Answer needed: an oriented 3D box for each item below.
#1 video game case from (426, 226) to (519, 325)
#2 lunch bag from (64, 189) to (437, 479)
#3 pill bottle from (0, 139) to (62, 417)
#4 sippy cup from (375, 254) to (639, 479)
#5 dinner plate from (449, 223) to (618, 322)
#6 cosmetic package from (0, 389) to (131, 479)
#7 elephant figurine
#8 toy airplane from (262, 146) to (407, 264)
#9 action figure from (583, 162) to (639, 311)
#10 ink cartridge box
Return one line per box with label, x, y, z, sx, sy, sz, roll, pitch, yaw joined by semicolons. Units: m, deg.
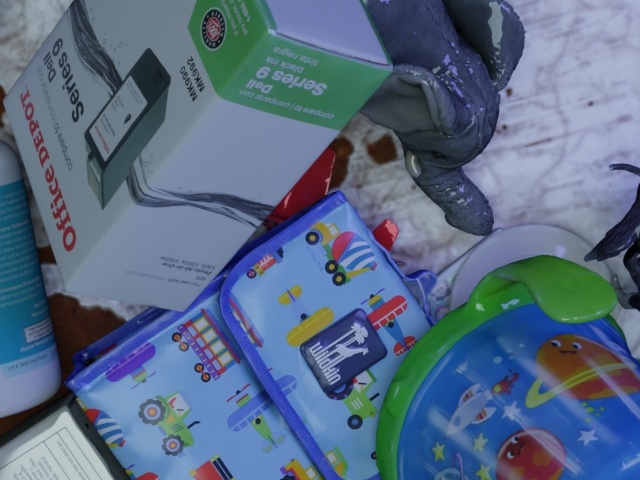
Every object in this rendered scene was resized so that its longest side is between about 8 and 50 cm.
video game case;0.134;0.092;1.631;0.157;0.019;0.143;-38;95;6
lunch bag;-0.025;0.114;1.590;0.293;0.138;0.221;-34;97;-1
pill bottle;-0.303;0.011;1.570;0.146;0.146;0.264;-9;97;3
sippy cup;0.194;0.182;1.496;0.240;0.224;0.305;-47;125;-1
dinner plate;0.178;0.057;1.608;0.141;0.017;0.141;0;98;2
cosmetic package;-0.287;0.272;1.621;0.309;0.113;0.160;-32;95;6
elephant figurine;0.082;-0.133;1.534;0.239;0.186;0.169;36;92;2
toy airplane;0.000;0.000;1.618;0.151;0.028;0.151;0;99;2
action figure;0.312;0.018;1.559;0.164;0.141;0.275;-32;111;8
ink cartridge box;-0.102;-0.116;1.457;0.121;0.211;0.289;11;133;-39
